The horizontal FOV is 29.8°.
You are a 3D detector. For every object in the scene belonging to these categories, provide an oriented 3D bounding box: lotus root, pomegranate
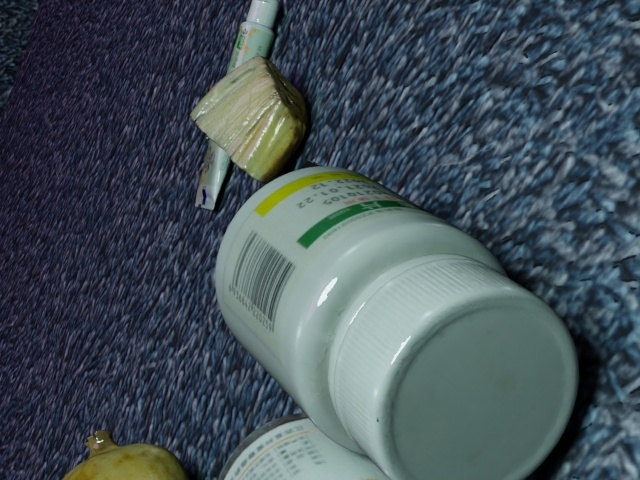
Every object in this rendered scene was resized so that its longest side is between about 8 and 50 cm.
[{"bbox_3d":[-0.076,-0.148,1.542,0.135,0.095,0.159,-46,58,21],"label":"lotus root"},{"bbox_3d":[-0.236,0.318,1.416,0.196,0.196,0.196,-40,39,42],"label":"pomegranate"}]

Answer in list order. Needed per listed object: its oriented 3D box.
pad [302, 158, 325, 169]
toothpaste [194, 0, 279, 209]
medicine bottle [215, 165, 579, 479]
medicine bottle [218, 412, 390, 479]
[{"bbox_3d":[0.000,0.000,1.401,0.243,0.004,0.164,30,97,62],"label":"pad"},{"bbox_3d":[-0.122,-0.196,1.711,0.056,0.058,0.314,16,89,19],"label":"toothpaste"},{"bbox_3d":[0.055,0.071,1.032,0.208,0.208,0.339,-65,28,6],"label":"medicine bottle"},{"bbox_3d":[0.019,0.267,0.995,0.165,0.165,0.273,-64,24,8],"label":"medicine bottle"}]
